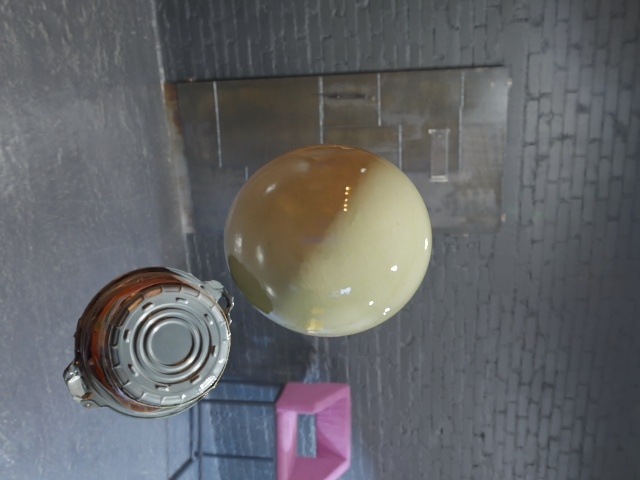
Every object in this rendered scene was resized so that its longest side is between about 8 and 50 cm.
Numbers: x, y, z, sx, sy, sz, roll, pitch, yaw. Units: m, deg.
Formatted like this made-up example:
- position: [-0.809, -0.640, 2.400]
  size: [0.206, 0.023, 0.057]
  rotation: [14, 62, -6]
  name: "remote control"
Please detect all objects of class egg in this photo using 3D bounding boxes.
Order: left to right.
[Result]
- position: [0.000, 0.000, 0.573]
  size: [0.242, 0.186, 0.186]
  rotation: [-6, -98, 56]
  name: "egg"

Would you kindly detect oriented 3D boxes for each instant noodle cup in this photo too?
- position: [-0.173, 0.113, 0.642]
  size: [0.208, 0.177, 0.125]
  rotation: [-49, -167, -22]
  name: "instant noodle cup"
